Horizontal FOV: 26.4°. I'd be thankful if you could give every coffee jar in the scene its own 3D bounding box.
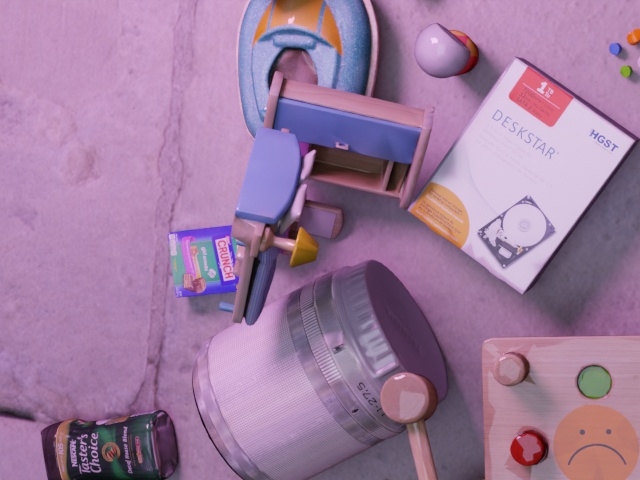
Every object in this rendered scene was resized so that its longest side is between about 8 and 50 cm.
[{"bbox_3d":[-0.297,0.291,1.890,0.184,0.079,0.096,-9,92,19],"label":"coffee jar"}]

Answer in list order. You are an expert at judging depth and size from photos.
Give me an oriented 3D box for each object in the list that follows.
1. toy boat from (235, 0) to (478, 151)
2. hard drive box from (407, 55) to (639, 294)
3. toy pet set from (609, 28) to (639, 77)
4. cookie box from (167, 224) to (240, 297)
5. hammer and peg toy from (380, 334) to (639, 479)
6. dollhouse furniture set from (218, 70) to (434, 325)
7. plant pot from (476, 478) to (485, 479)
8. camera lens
[{"bbox_3d":[0.038,-0.235,1.699,0.318,0.148,0.267,1,95,18],"label":"toy boat"},{"bbox_3d":[0.249,-0.081,1.677,0.181,0.089,0.232,36,104,11],"label":"hard drive box"},{"bbox_3d":[0.429,-0.210,1.636,0.114,0.065,0.122,-32,80,53],"label":"toy pet set"},{"bbox_3d":[-0.145,0.027,1.838,0.107,0.040,0.092,-7,92,17],"label":"cookie box"},{"bbox_3d":[0.258,0.241,1.541,0.361,0.127,0.266,-3,88,14],"label":"hammer and peg toy"},{"bbox_3d":[0.000,0.000,1.608,0.198,0.303,0.286,13,135,0],"label":"dollhouse furniture set"},{"bbox_3d":[0.239,0.457,1.659,0.254,0.254,0.239,14,113,16],"label":"plant pot"},{"bbox_3d":[-0.006,0.173,1.713,0.274,0.219,0.219,-30,86,18],"label":"camera lens"}]
